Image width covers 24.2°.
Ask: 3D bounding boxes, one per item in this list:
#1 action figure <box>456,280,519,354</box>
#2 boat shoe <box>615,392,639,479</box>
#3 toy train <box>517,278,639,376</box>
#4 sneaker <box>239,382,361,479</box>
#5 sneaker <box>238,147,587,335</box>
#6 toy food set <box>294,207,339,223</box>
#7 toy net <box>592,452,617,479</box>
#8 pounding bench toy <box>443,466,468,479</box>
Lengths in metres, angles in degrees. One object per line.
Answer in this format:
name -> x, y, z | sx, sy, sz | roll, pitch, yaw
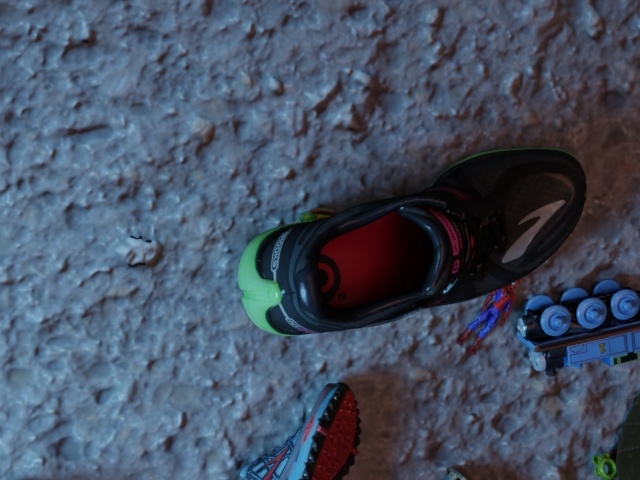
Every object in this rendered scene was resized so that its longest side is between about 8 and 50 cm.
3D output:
action figure -> 0.225, 0.096, 1.956 | 0.038, 0.030, 0.115 | 36, 86, -10
boat shoe -> 0.474, 0.332, 1.981 | 0.123, 0.123, 0.341 | 23, 70, -30
toy train -> 0.349, 0.118, 1.963 | 0.184, 0.080, 0.105 | -12, 105, -12
sneaker -> -0.046, 0.285, 1.872 | 0.261, 0.125, 0.104 | -62, 143, -23
sneaker -> 0.143, 0.013, 1.818 | 0.483, 0.202, 0.185 | -22, 101, -23
toy food set -> 0.000, 0.000, 1.893 | 0.083, 0.020, 0.083 | 4, 96, -14
toy net -> 0.443, 0.385, 2.038 | 0.232, 0.045, 0.122 | 29, 64, -18
pounding bench toy -> 0.187, 0.354, 1.964 | 0.083, 0.052, 0.065 | 44, 86, -14
